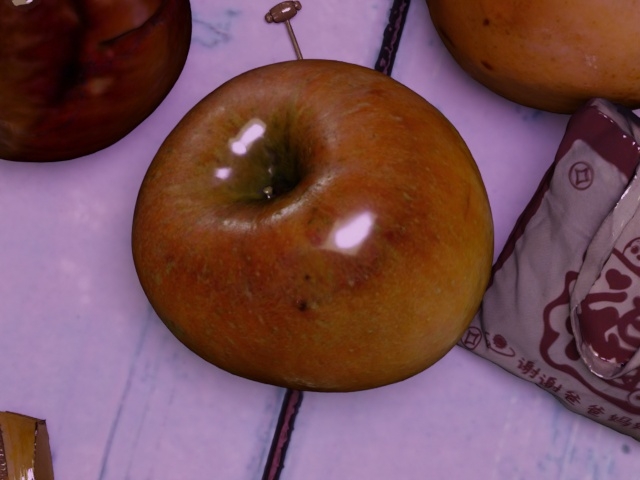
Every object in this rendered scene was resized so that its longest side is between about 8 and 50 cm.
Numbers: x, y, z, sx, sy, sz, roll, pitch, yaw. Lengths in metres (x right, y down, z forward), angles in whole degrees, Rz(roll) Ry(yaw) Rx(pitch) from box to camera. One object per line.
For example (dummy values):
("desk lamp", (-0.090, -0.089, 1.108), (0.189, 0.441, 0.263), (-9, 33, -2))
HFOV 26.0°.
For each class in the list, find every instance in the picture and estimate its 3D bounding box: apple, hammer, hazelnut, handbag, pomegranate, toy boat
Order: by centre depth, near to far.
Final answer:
("apple", (0.000, 0.000, 0.925), (0.237, 0.207, 0.237), (-8, 62, 15))
("hazelnut", (-0.188, -0.168, 0.929), (0.229, 0.229, 0.229), (0, 85, -4))
("pomegranate", (0.177, -0.191, 0.931), (0.233, 0.233, 0.233), (0, 85, -4))
("handbag", (0.213, 0.039, 0.937), (0.213, 0.235, 0.127), (30, 44, 4))
("toy boat", (-0.211, 0.192, 0.962), (0.049, 0.047, 0.149), (-6, 82, 9))
("hammer", (-0.009, -0.117, 1.019), (0.029, 0.014, 0.123), (-20, 88, 8))
